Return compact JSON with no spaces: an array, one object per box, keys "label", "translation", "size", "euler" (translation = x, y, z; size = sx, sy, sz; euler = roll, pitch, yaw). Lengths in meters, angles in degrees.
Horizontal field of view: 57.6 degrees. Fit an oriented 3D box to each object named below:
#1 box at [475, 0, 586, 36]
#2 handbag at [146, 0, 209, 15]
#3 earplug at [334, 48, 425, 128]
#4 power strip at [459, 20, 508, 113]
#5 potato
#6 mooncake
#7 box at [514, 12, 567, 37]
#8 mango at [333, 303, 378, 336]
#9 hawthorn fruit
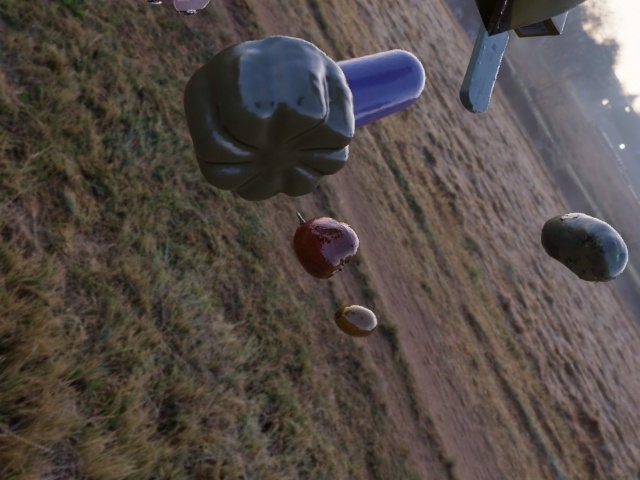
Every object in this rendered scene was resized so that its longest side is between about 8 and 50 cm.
[{"label":"box","translation":[0.181,-0.466,0.522],"size":[0.373,0.138,0.421],"euler":[63,11,-81]},{"label":"handbag","translation":[-0.362,-0.673,1.484],"size":[0.116,0.179,0.205],"euler":[32,32,9]},{"label":"earplug","translation":[0.091,-0.405,1.611],"size":[0.455,0.215,0.215],"euler":[-22,80,-22]},{"label":"power strip","translation":[0.343,-0.372,1.217],"size":[0.080,0.029,0.227],"euler":[26,79,-42]},{"label":"potato","translation":[0.737,0.011,1.634],"size":[0.165,0.165,0.262],"euler":[35,12,-42]},{"label":"mooncake","translation":[-0.106,-0.244,1.280],"size":[0.378,0.378,0.201],"euler":[30,43,-46]},{"label":"box","translation":[0.440,-0.669,1.263],"size":[0.415,0.115,0.264],"euler":[24,84,-46]},{"label":"mango","translation":[0.140,0.288,2.054],"size":[0.253,0.138,0.113],"euler":[31,65,-59]},{"label":"hawthorn fruit","translation":[0.000,0.000,1.757],"size":[0.225,0.196,0.196],"euler":[46,24,7]}]
